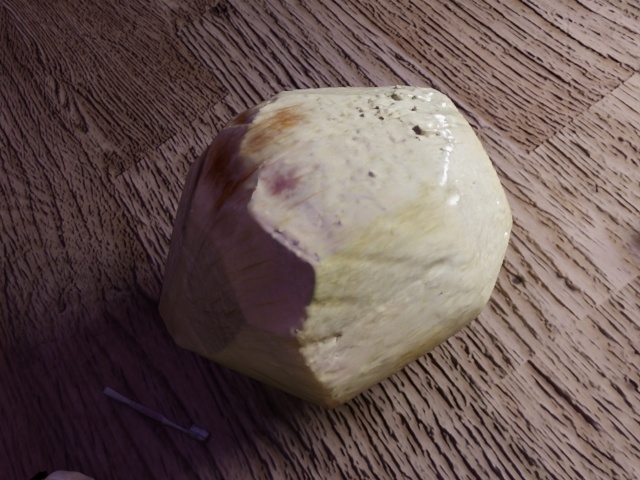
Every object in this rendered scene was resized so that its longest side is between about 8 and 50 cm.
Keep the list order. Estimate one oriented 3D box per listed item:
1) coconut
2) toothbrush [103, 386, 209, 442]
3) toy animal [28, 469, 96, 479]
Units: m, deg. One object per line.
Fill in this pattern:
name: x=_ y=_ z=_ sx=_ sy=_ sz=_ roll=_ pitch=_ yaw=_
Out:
coconut: x=0.000 y=0.000 z=1.123 sx=0.415 sy=0.415 sz=0.344 roll=-28 pitch=90 yaw=6
toothbrush: x=-0.218 y=0.228 z=1.303 sx=0.194 sy=0.014 sz=0.017 roll=14 pitch=62 yaw=36
toy animal: x=-0.273 y=0.371 z=1.118 sx=0.208 sy=0.156 sz=0.204 roll=-55 pitch=38 yaw=24
